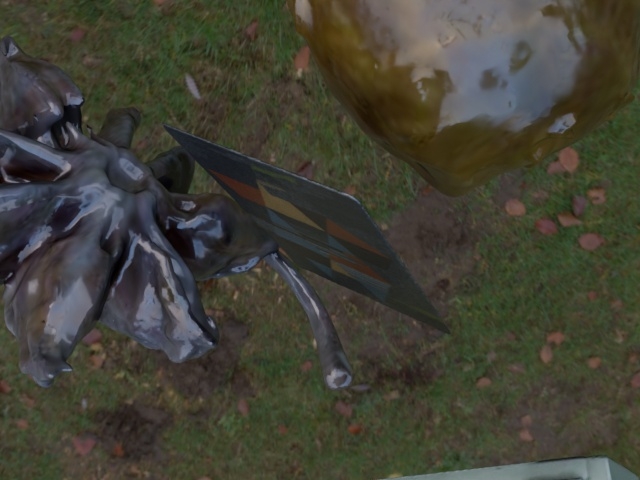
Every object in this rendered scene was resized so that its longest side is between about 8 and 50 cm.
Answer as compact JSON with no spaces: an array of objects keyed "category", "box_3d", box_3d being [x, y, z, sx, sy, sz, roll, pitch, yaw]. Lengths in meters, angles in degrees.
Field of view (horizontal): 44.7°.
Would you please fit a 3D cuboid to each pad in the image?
[{"category":"pad","box_3d":[0.000,0.000,0.493,0.003,0.143,0.211,-59,148,-12]}]

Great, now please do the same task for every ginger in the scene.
[{"category":"ginger","box_3d":[0.090,-0.157,0.515,0.200,0.223,0.269,-39,138,-1]}]

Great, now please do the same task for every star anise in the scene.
[{"category":"star anise","box_3d":[-0.165,0.005,0.592,0.139,0.316,0.359,-45,71,43]}]

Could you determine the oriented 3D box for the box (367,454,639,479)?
[{"category":"box","box_3d":[0.072,0.249,0.426,0.225,0.224,0.117,-15,153,24]}]
